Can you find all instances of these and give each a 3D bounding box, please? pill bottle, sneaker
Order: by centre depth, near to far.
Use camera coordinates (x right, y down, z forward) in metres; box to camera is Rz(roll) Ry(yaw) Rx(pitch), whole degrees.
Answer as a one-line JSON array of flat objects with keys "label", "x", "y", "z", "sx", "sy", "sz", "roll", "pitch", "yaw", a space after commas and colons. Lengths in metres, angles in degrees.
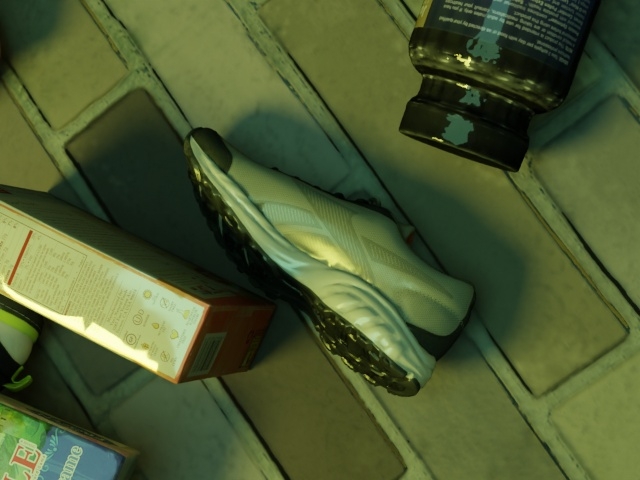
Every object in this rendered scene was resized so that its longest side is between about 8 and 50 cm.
[{"label": "pill bottle", "x": 0.136, "y": -0.167, "z": 0.894, "sx": 0.123, "sy": 0.123, "sz": 0.219, "roll": 20, "pitch": 92, "yaw": 15}, {"label": "sneaker", "x": 0.000, "y": 0.000, "z": 0.949, "sx": 0.271, "sy": 0.100, "sz": 0.108, "roll": 40, "pitch": 72, "yaw": 17}, {"label": "sneaker", "x": -0.342, "y": 0.063, "z": 1.006, "sx": 0.235, "sy": 0.084, "sz": 0.097, "roll": 17, "pitch": 72, "yaw": 4}]

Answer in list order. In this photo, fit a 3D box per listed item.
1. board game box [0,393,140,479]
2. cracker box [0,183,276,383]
[{"label": "board game box", "x": -0.345, "y": 0.246, "z": 0.930, "sx": 0.318, "sy": 0.066, "sz": 0.318, "roll": 21, "pitch": 83, "yaw": 5}, {"label": "cracker box", "x": -0.167, "y": 0.029, "z": 0.951, "sx": 0.232, "sy": 0.156, "sz": 0.067, "roll": 26, "pitch": 94, "yaw": 15}]
